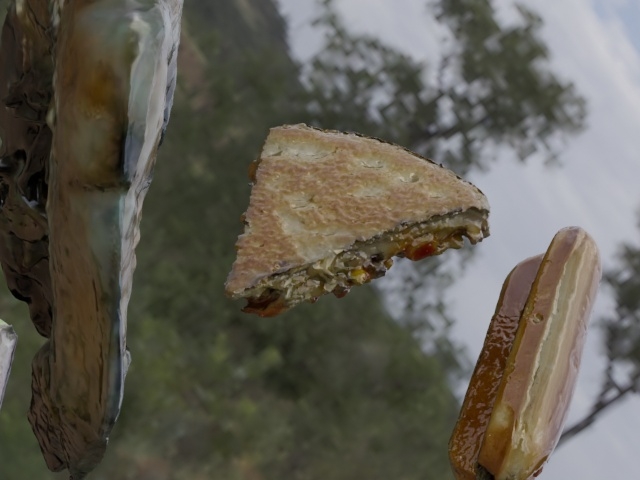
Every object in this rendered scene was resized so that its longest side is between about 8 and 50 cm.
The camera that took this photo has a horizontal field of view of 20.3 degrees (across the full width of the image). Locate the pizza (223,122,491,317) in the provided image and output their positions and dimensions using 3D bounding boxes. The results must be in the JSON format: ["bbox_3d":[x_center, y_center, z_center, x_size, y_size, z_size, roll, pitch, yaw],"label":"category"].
[{"bbox_3d":[0.000,0.000,1.197,0.188,0.199,0.062,22,-47,31],"label":"pizza"}]

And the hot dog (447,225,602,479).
[{"bbox_3d":[0.145,0.075,1.193,0.062,0.235,0.092,32,-40,-8],"label":"hot dog"}]

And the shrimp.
[{"bbox_3d":[-0.091,-0.009,0.669,0.365,0.071,0.233,116,-23,-58],"label":"shrimp"}]

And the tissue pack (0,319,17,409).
[{"bbox_3d":[-0.273,0.130,1.091,0.073,0.173,0.235,22,-16,-26],"label":"tissue pack"}]
